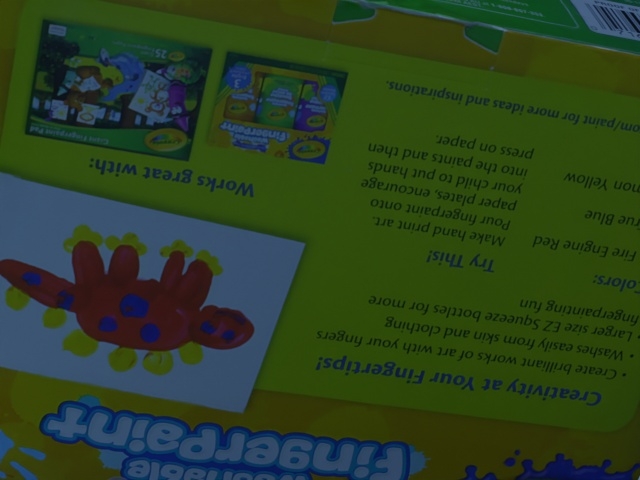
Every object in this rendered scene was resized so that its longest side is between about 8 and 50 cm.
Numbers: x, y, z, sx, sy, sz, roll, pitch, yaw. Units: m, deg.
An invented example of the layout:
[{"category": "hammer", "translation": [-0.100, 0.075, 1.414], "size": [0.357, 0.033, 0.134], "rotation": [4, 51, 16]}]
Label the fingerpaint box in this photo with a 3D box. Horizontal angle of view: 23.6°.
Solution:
[{"category": "fingerpaint box", "translation": [0.000, 0.000, 0.933], "size": [0.445, 0.371, 0.163], "rotation": [8, 28, -12]}]
